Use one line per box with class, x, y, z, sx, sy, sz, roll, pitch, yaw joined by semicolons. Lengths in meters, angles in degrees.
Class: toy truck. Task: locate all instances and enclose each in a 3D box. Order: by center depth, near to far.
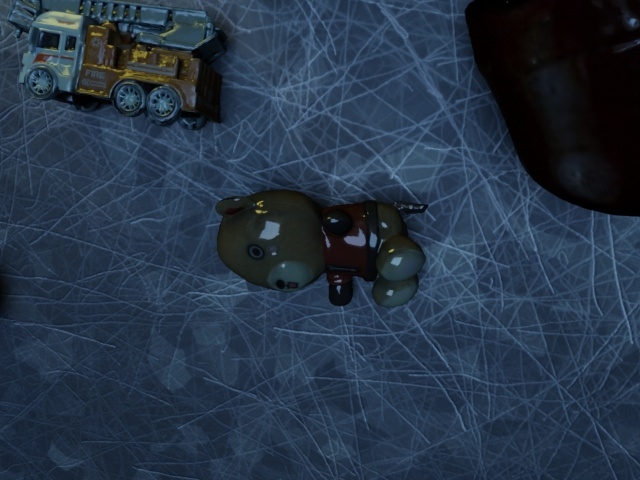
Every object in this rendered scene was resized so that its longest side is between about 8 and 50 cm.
toy truck;-0.330;-0.295;0.810;0.339;0.133;0.184;11;96;5

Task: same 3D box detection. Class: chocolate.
chocolate;0.396;-0.206;0.591;0.384;0.383;0.331;-26;110;16

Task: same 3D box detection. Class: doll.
doll;0.000;0.000;0.798;0.330;0.235;0.174;4;62;2
